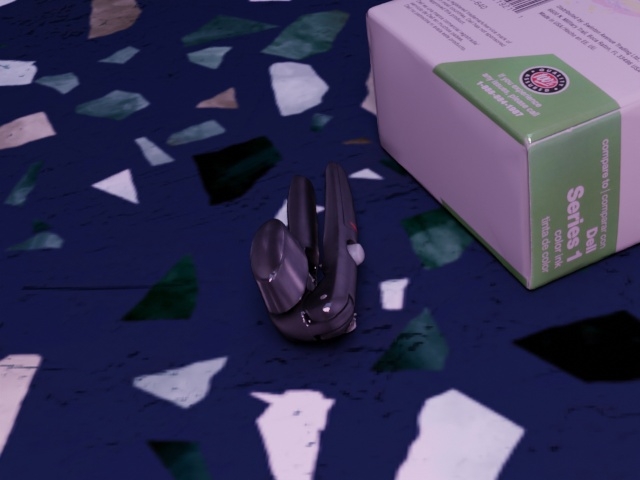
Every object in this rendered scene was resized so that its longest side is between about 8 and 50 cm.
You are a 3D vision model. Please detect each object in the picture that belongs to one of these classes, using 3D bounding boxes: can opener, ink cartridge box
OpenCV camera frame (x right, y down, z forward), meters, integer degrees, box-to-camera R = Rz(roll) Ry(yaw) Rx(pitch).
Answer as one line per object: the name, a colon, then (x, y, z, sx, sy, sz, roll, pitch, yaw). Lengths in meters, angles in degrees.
can opener: (0.000, 0.000, 0.751, 0.059, 0.073, 0.186, -9, 27, 12)
ink cartridge box: (0.200, -0.110, 0.801, 0.278, 0.117, 0.201, -22, 39, -16)
